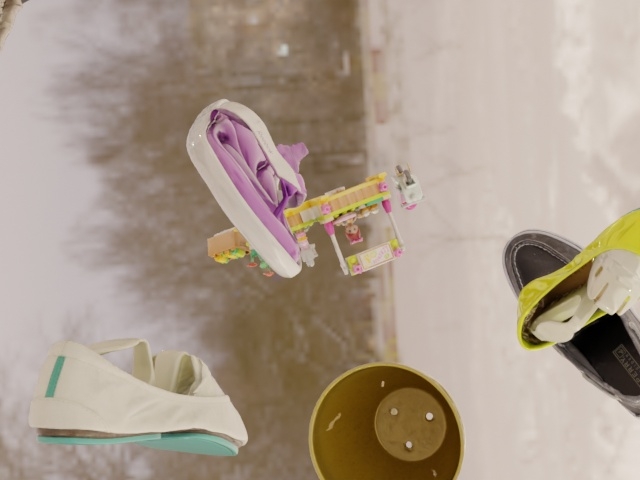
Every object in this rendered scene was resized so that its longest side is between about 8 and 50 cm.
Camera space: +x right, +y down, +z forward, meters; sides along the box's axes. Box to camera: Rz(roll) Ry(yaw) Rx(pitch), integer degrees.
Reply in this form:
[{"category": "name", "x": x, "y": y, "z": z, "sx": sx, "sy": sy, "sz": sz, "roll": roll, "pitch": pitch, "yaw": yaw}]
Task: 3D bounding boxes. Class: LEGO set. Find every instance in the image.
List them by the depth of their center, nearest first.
[{"category": "LEGO set", "x": 0.000, "y": 0.000, "z": 1.901, "sx": 0.132, "sy": 0.287, "sz": 0.107, "roll": -58, "pitch": -53, "yaw": -85}]

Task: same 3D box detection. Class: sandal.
[{"category": "sandal", "x": -0.071, "y": -0.094, "z": 1.726, "sx": 0.169, "sy": 0.102, "sz": 0.416, "roll": 48, "pitch": -172, "yaw": -23}]

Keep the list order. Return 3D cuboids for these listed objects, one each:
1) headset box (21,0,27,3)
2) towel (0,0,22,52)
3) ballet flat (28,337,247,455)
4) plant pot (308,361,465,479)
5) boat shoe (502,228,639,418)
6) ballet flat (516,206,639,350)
[{"category": "headset box", "x": -0.430, "y": -0.347, "z": 1.803, "sx": 0.283, "sy": 0.246, "sz": 0.131, "roll": -49, "pitch": -50, "yaw": -58}, {"category": "towel", "x": -0.373, "y": -0.196, "z": 1.387, "sx": 0.282, "sy": 0.187, "sz": 0.049, "roll": -99, "pitch": -7, "yaw": -65}, {"category": "ballet flat", "x": -0.196, "y": 0.183, "z": 1.788, "sx": 0.400, "sy": 0.139, "sz": 0.139, "roll": 21, "pitch": -116, "yaw": -62}, {"category": "plant pot", "x": 0.068, "y": 0.166, "z": 1.310, "sx": 0.095, "sy": 0.134, "sz": 0.134, "roll": -7, "pitch": -86, "yaw": -73}, {"category": "boat shoe", "x": 0.295, "y": 0.085, "z": 1.732, "sx": 0.102, "sy": 0.108, "sz": 0.301, "roll": 28, "pitch": -158, "yaw": -50}, {"category": "ballet flat", "x": 0.259, "y": 0.045, "z": 1.414, "sx": 0.231, "sy": 0.077, "sz": 0.077, "roll": -39, "pitch": 16, "yaw": 50}]
